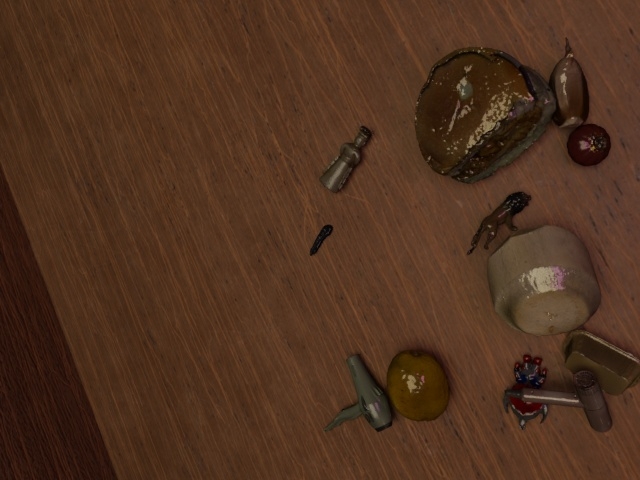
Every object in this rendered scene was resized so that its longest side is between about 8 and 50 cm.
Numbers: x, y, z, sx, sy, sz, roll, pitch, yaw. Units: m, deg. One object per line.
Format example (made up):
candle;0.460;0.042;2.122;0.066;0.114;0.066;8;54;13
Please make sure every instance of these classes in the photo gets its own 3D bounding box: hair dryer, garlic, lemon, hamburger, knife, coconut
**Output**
hair dryer;0.582;0.405;1.226;0.221;0.053;0.195;-15;126;31
garlic;0.589;-0.365;1.172;0.091;0.129;0.198;1;98;25
lemon;0.270;0.405;1.378;0.170;0.170;0.207;-10;95;27
hamburger;0.381;-0.320;1.227;0.318;0.195;0.276;-42;64;36
knife;0.000;0.000;1.566;0.031;0.018;0.121;39;111;21
coconut;0.526;0.085;1.189;0.238;0.265;0.237;7;135;7
hair dryer;0.087;0.475;1.535;0.267;0.092;0.229;-18;78;37

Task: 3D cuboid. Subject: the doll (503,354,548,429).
doll;0.541;0.400;1.298;0.104;0.062;0.194;8;90;9

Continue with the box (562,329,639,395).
box;0.680;0.295;1.201;0.177;0.111;0.111;30;107;26

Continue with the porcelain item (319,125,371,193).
porcelain item;0.082;-0.246;1.483;0.084;0.054;0.213;42;112;15

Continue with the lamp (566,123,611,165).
lamp;0.639;-0.228;1.180;0.101;0.090;0.101;0;89;-10

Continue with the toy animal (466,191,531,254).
toy animal;0.457;-0.040;1.291;0.219;0.086;0.069;-48;49;-1
